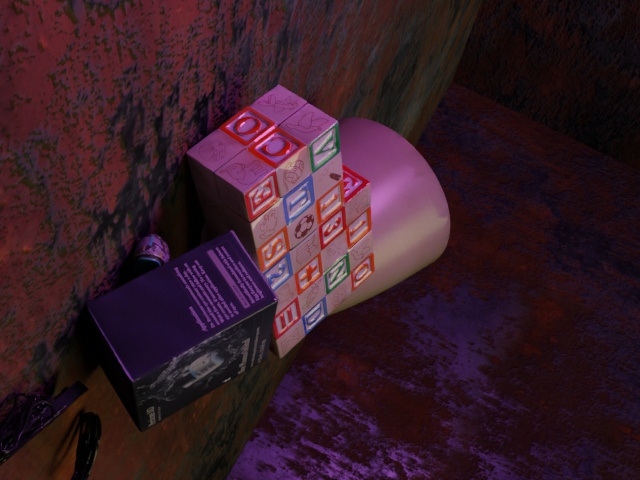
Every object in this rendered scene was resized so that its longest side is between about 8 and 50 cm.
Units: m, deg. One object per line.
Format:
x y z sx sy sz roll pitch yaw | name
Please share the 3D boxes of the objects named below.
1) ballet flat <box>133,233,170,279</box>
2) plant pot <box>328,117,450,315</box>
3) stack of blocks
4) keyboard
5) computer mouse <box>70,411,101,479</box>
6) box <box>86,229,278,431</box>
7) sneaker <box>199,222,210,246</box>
-0.166 0.028 0.897 0.041 0.041 0.114 -58 173 -30 | ballet flat
0.000 0.000 1.270 0.274 0.256 0.256 -37 159 -34 | plant pot
-0.031 -0.023 0.998 0.171 0.087 0.297 -41 149 -24 | stack of blocks
-0.265 0.163 0.757 0.100 0.038 0.192 -40 -177 23 | keyboard
-0.264 0.301 0.936 0.071 0.041 0.242 -25 -122 60 | computer mouse
-0.135 0.093 0.891 0.158 0.093 0.156 -28 158 -21 | box
-0.078 -0.049 1.064 0.235 0.090 0.095 -66 162 10 | sneaker
